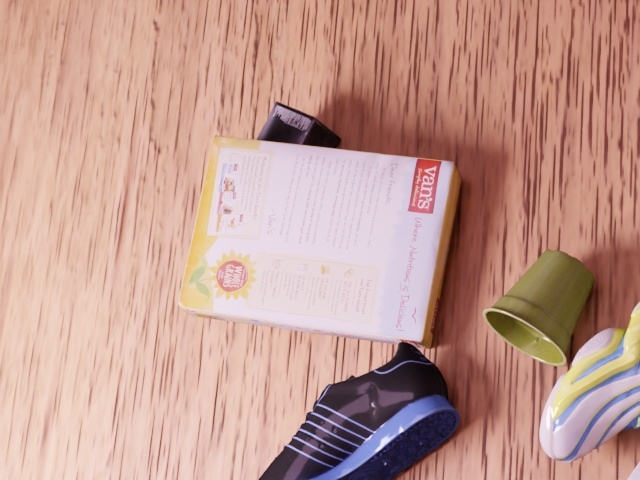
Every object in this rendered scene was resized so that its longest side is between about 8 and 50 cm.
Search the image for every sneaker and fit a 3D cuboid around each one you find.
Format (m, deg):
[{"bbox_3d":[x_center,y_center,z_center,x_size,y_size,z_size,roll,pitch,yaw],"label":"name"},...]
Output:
[{"bbox_3d":[0.288,0.109,1.362,0.240,0.091,0.126,-48,53,5],"label":"sneaker"},{"bbox_3d":[0.013,0.182,1.519,0.232,0.081,0.090,-33,52,9],"label":"sneaker"}]

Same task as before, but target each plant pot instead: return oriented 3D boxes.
[{"bbox_3d":[0.195,0.053,1.462,0.083,0.083,0.079,22,70,37],"label":"plant pot"}]

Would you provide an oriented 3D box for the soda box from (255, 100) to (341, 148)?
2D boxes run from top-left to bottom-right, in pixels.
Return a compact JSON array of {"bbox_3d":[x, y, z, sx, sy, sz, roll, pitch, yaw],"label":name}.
[{"bbox_3d":[-0.050,-0.046,1.667,0.053,0.060,0.169,26,85,34],"label":"soda box"}]

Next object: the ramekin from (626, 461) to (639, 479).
[{"bbox_3d":[0.306,0.201,1.244,0.109,0.207,0.207,39,93,29],"label":"ramekin"}]

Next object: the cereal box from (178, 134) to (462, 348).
[{"bbox_3d":[0.000,0.000,1.580,0.240,0.047,0.173,8,76,16],"label":"cereal box"}]
